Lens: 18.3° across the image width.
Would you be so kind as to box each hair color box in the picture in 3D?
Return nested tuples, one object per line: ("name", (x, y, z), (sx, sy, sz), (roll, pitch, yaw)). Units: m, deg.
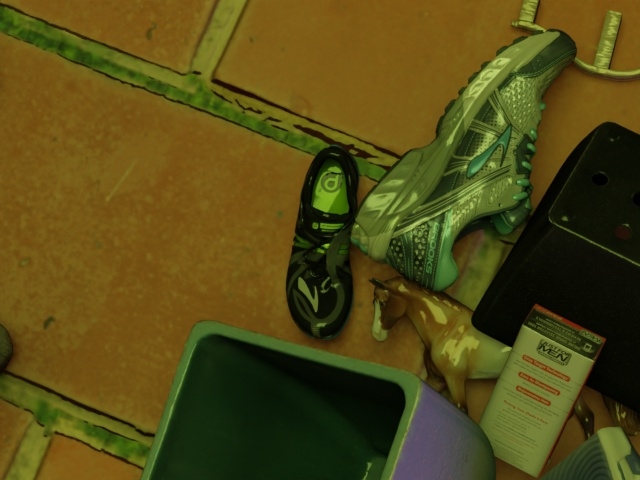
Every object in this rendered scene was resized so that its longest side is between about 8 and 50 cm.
("hair color box", (0.190, 0.133, 1.740), (0.072, 0.043, 0.141), (28, 125, 10))

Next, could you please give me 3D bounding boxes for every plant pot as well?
("plant pot", (0.265, 0.009, 1.754), (0.187, 0.167, 0.188), (27, 60, 12))
("plant pot", (0.015, 0.240, 1.714), (0.248, 0.252, 0.247), (12, 79, 37))

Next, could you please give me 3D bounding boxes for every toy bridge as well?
("toy bridge", (0.274, -0.188, 1.895), (0.188, 0.026, 0.063), (13, 82, 10))

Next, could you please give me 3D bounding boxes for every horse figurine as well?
("horse figurine", (0.172, 0.126, 1.828), (0.263, 0.066, 0.174), (3, 85, 10))

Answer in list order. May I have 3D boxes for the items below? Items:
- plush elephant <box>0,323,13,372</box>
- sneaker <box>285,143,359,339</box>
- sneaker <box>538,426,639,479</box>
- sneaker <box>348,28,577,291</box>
("plush elephant", (-0.479, 0.115, 1.804), (0.255, 0.272, 0.330), (40, 90, 8))
("sneaker", (0.000, 0.000, 1.866), (0.067, 0.078, 0.188), (4, 80, 8))
("sneaker", (0.311, 0.327, 1.729), (0.127, 0.182, 0.315), (-42, 56, 36))
("sneaker", (0.158, -0.070, 1.841), (0.122, 0.110, 0.283), (39, 82, 10))
